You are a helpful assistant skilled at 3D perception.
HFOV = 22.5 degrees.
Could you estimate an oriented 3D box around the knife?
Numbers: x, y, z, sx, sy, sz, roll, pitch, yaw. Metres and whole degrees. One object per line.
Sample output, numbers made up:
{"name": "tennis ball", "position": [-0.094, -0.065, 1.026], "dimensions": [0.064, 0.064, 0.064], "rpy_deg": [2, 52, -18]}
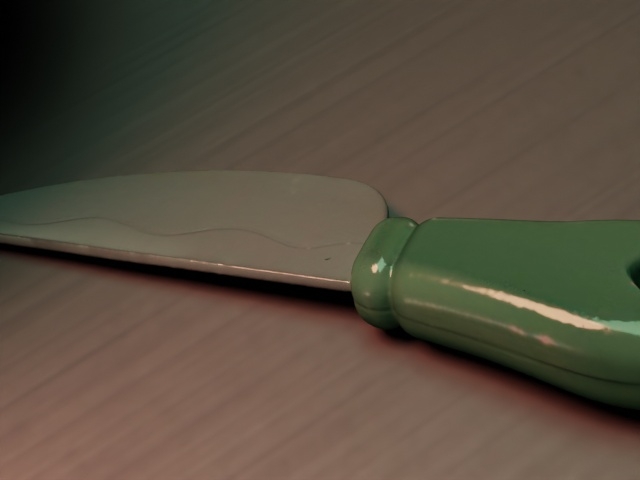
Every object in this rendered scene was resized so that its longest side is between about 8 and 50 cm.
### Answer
{"name": "knife", "position": [0.001, -0.001, 0.482], "dimensions": [0.260, 0.034, 0.063], "rpy_deg": [12, 45, 28]}
